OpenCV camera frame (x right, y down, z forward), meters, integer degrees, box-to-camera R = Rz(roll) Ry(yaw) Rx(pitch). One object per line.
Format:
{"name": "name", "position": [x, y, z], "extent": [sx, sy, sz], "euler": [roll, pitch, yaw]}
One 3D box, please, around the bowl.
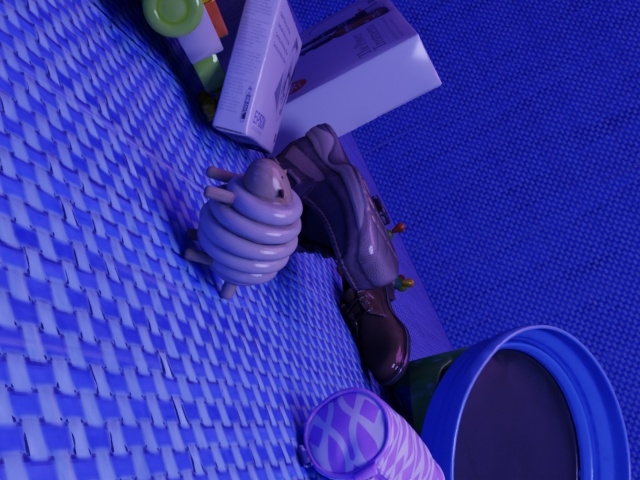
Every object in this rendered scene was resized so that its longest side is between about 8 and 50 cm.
{"name": "bowl", "position": [0.279, 0.311, 0.949], "extent": [0.391, 0.077, 0.391], "euler": [8, 77, -37]}

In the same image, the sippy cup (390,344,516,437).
{"name": "sippy cup", "position": [0.240, 0.282, 1.102], "extent": [0.240, 0.305, 0.224], "euler": [139, -60, -62]}

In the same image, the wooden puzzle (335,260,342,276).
{"name": "wooden puzzle", "position": [0.035, 0.027, 1.247], "extent": [0.078, 0.014, 0.116], "euler": [52, 14, -50]}

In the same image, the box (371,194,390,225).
{"name": "box", "position": [0.114, -0.058, 1.682], "extent": [0.052, 0.083, 0.062], "euler": [56, 13, -39]}

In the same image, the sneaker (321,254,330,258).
{"name": "sneaker", "position": [0.000, 0.000, 1.108], "extent": [0.083, 0.031, 0.035], "euler": [-110, -166, -61]}

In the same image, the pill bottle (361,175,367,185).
{"name": "pill bottle", "position": [0.012, -0.083, 1.138], "extent": [0.108, 0.108, 0.180], "euler": [65, 10, 10]}

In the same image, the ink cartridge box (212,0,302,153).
{"name": "ink cartridge box", "position": [-0.063, -0.225, 0.857], "extent": [0.223, 0.045, 0.224], "euler": [-33, 137, -86]}

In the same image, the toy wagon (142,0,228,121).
{"name": "toy wagon", "position": [-0.167, -0.291, 0.744], "extent": [0.267, 0.068, 0.344], "euler": [-116, 180, -58]}

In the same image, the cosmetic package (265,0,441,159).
{"name": "cosmetic package", "position": [0.021, -0.288, 1.203], "extent": [0.097, 0.284, 0.377], "euler": [57, 11, -27]}

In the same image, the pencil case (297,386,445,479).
{"name": "pencil case", "position": [0.059, 0.210, 0.665], "extent": [0.088, 0.086, 0.206], "euler": [52, 1, 40]}

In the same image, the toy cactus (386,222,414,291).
{"name": "toy cactus", "position": [0.151, 0.057, 1.576], "extent": [0.180, 0.112, 0.219], "euler": [-87, 159, -52]}

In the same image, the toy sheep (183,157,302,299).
{"name": "toy sheep", "position": [-0.061, -0.008, 0.574], "extent": [0.091, 0.132, 0.091], "euler": [18, 32, -11]}

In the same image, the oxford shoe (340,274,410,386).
{"name": "oxford shoe", "position": [0.068, 0.118, 1.048], "extent": [0.096, 0.083, 0.227], "euler": [34, 24, -33]}

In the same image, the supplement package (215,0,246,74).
{"name": "supplement package", "position": [-0.137, -0.316, 0.972], "extent": [0.179, 0.105, 0.105], "euler": [51, 16, -54]}

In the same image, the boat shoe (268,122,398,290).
{"name": "boat shoe", "position": [0.000, -0.030, 0.883], "extent": [0.132, 0.130, 0.355], "euler": [62, 3, -26]}
